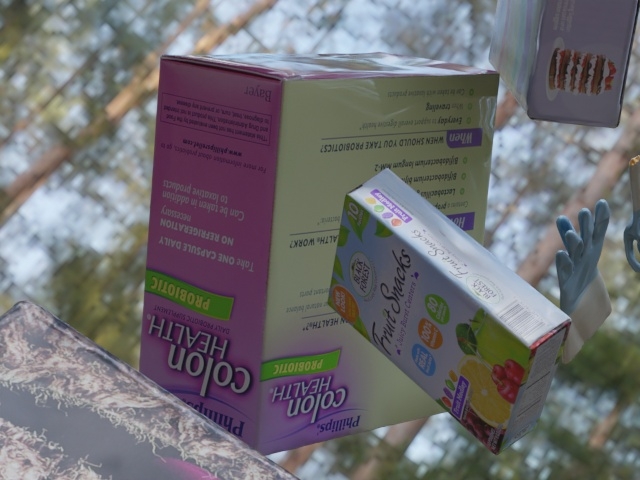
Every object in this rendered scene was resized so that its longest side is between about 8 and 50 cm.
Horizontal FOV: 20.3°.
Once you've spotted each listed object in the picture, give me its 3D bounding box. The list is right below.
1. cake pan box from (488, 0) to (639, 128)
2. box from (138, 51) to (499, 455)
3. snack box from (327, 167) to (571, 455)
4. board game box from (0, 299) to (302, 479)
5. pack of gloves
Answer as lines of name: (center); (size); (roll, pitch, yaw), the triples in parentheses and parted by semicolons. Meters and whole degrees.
cake pan box: (0.178, -0.227, 1.228); (0.070, 0.246, 0.267); (7, -74, -5)
box: (0.000, 0.000, 1.197); (0.117, 0.213, 0.243); (14, -75, 42)
snack box: (0.068, 0.040, 0.996); (0.141, 0.037, 0.100); (42, -35, 25)
board game box: (-0.106, 0.193, 0.573); (0.232, 0.291, 0.141); (31, -49, 13)
pack of gloves: (0.283, -0.009, 1.773); (0.046, 0.195, 0.232); (33, -21, 25)
